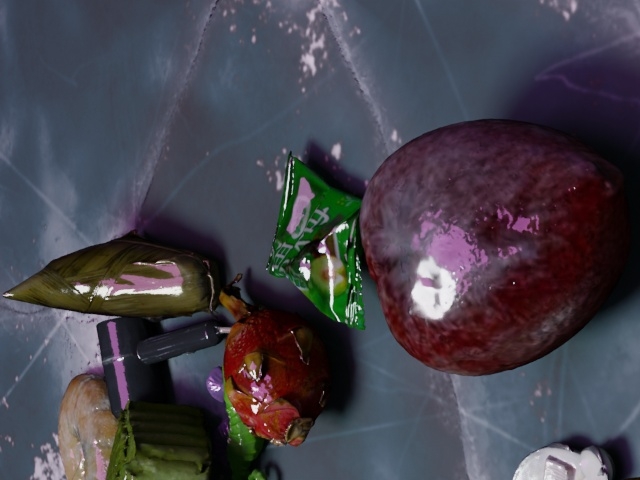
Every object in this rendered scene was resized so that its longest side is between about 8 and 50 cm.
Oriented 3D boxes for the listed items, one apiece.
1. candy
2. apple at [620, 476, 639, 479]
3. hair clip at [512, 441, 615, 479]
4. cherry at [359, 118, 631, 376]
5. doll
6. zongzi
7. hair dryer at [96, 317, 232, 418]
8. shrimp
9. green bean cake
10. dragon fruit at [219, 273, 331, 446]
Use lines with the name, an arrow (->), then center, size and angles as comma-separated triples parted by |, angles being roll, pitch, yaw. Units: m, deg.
candy -> 0.003, 0.002, 1.822 | 0.203, 0.078, 0.141 | 37, 109, 54
apple -> 0.280, 0.303, 1.471 | 0.196, 0.157, 0.196 | 17, 114, 43
hair clip -> 0.223, 0.263, 1.614 | 0.116, 0.049, 0.172 | 20, 106, 41
cherry -> 0.161, 0.001, 1.545 | 0.300, 0.203, 0.230 | -25, 67, 39
doll -> -0.087, 0.223, 1.961 | 0.115, 0.050, 0.190 | 9, 101, 55
zongzi -> -0.240, 0.055, 2.002 | 0.205, 0.204, 0.094 | 13, 108, 47
hair dryer -> -0.182, 0.139, 2.059 | 0.219, 0.071, 0.124 | -20, 80, 39
shrimp -> -0.281, 0.325, 2.180 | 0.168, 0.077, 0.317 | -37, 61, 55
green bean cake -> -0.196, 0.308, 1.989 | 0.214, 0.113, 0.200 | -120, 40, -72
dragon fruit -> -0.063, 0.122, 1.882 | 0.125, 0.125, 0.246 | -39, 39, 5
